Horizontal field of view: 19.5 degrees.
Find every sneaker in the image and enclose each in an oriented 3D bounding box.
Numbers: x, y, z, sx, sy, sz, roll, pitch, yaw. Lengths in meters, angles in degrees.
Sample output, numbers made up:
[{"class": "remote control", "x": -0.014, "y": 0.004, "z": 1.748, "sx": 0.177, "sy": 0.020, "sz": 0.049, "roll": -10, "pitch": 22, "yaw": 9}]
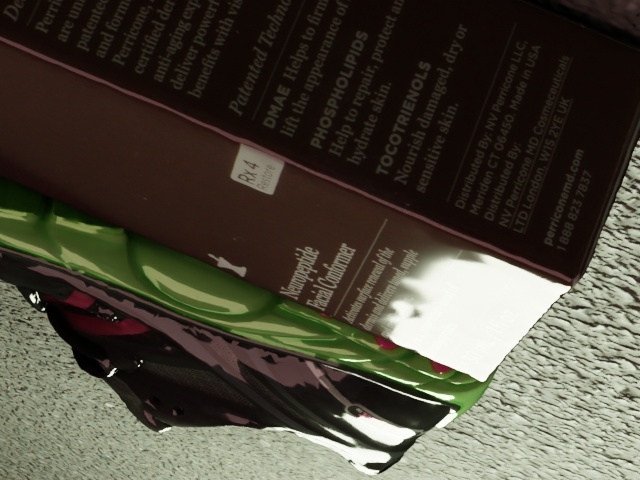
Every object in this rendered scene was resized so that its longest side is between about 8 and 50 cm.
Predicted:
[{"class": "sneaker", "x": -0.131, "y": 0.018, "z": 1.140, "sx": 0.483, "sy": 0.185, "sz": 0.202, "roll": 25, "pitch": 131, "yaw": 3}]

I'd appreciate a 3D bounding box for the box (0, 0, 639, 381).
[{"class": "box", "x": -0.042, "y": -0.078, "z": 0.961, "sx": 0.381, "sy": 0.143, "sz": 0.191, "roll": 24, "pitch": 159, "yaw": 0}]
